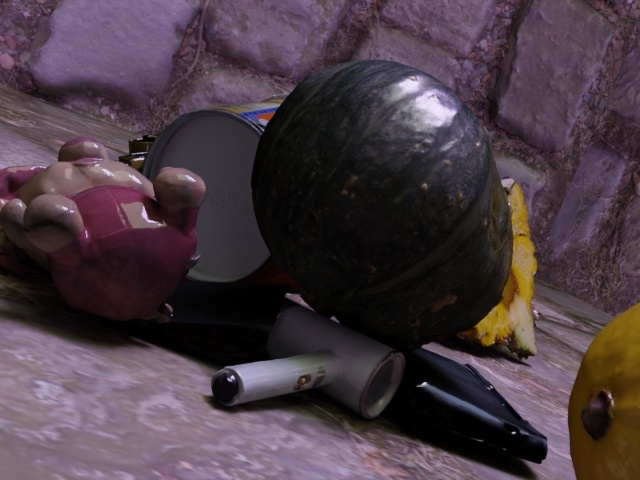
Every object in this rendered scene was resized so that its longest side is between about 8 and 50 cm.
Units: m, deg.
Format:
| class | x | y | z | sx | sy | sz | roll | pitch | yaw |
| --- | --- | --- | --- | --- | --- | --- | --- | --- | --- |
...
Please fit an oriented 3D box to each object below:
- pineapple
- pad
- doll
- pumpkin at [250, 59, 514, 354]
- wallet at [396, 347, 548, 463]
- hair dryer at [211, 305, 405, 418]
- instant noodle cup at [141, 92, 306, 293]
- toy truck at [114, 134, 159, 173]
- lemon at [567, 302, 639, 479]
| class | x | y | z | sx | sy | sz | roll | pitch | yaw |
| --- | --- | --- | --- | --- | --- | --- | --- | --- | --- |
| pineapple | 0.238 | 0.091 | 1.667 | 0.209 | 0.286 | 0.344 | -6 | 26 | 41 |
| pad | -0.121 | 0.064 | 1.026 | 0.170 | 0.006 | 0.245 | 1 | 6 | 1 |
| doll | -0.221 | -0.019 | 0.938 | 0.196 | 0.152 | 0.256 | 22 | -2 | -28 |
| pumpkin | 0.074 | -0.025 | 1.039 | 0.291 | 0.257 | 0.327 | 37 | -8 | 47 |
| wallet | 0.140 | 0.168 | 1.107 | 0.172 | 0.045 | 0.318 | 23 | 3 | -11 |
| hair dryer | -0.032 | 0.124 | 0.906 | 0.131 | 0.073 | 0.236 | 24 | 16 | 30 |
| instant noodle cup | -0.085 | -0.057 | 1.278 | 0.296 | 0.296 | 0.214 | 25 | 15 | 23 |
| toy truck | -0.268 | -0.105 | 1.617 | 0.127 | 0.127 | 0.257 | -9 | 16 | -29 |
| lemon | 0.361 | 0.170 | 0.813 | 0.297 | 0.297 | 0.297 | 22 | 7 | -3 |
